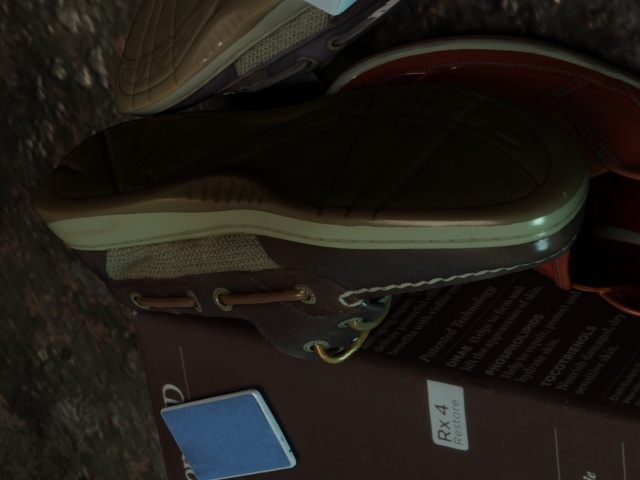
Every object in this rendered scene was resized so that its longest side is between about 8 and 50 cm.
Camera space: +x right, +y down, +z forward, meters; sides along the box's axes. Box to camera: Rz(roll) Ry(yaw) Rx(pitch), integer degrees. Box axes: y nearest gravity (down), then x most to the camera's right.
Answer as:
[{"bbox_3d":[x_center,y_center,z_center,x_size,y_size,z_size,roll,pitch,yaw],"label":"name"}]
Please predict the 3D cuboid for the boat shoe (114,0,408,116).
[{"bbox_3d":[-0.025,-0.128,1.054,0.092,0.102,0.285,19,152,-27],"label":"boat shoe"}]

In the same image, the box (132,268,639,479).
[{"bbox_3d":[0.089,0.119,1.108,0.381,0.143,0.191,10,124,33],"label":"box"}]

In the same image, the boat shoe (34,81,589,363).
[{"bbox_3d":[0.000,0.000,1.015,0.342,0.123,0.123,-2,127,34],"label":"boat shoe"}]

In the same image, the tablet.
[{"bbox_3d":[-0.055,0.117,1.112,0.083,0.006,0.054,-15,108,42],"label":"tablet"}]

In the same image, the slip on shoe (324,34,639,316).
[{"bbox_3d":[0.136,-0.028,1.001,0.331,0.101,0.123,19,130,27],"label":"slip on shoe"}]

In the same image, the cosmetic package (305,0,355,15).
[{"bbox_3d":[-0.016,-0.248,0.876,0.224,0.225,0.138,30,134,17],"label":"cosmetic package"}]
